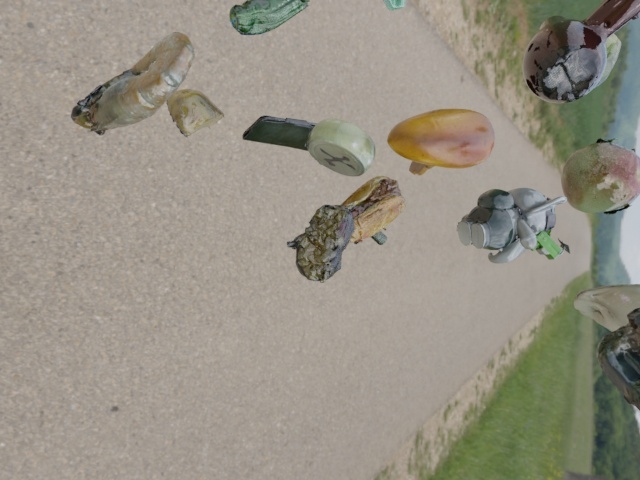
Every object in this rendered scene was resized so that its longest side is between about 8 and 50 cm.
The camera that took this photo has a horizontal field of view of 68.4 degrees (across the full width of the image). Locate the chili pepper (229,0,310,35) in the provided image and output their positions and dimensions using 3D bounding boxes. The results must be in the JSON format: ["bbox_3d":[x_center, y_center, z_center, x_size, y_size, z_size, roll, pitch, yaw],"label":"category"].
[{"bbox_3d":[-0.132,-0.612,1.243,0.224,0.061,0.098,-31,119,-14],"label":"chili pepper"}]

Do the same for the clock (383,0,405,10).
[{"bbox_3d":[0.236,-0.909,1.611,0.211,0.066,0.159,21,69,-60],"label":"clock"}]

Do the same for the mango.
[{"bbox_3d":[0.385,-0.329,1.511,0.199,0.351,0.201,173,-86,-76],"label":"mango"}]

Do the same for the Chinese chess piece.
[{"bbox_3d":[0.067,-0.304,1.560,0.238,0.238,0.092,43,68,-52],"label":"Chinese chess piece"}]

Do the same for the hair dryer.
[{"bbox_3d":[0.479,-0.389,0.750,0.123,0.340,0.312,37,45,-8],"label":"hair dryer"}]

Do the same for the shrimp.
[{"bbox_3d":[-0.462,-0.367,1.136,0.110,0.446,0.221,36,51,-45],"label":"shrimp"}]

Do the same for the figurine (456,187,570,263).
[{"bbox_3d":[0.314,-0.030,0.770,0.193,0.147,0.126,-19,100,-26],"label":"figurine"}]

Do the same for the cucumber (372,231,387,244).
[{"bbox_3d":[0.228,-0.048,2.116,0.187,0.058,0.058,42,56,-37],"label":"cucumber"}]

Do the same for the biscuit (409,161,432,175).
[{"bbox_3d":[0.433,-0.331,1.888,0.040,0.236,0.143,32,68,-11],"label":"biscuit"}]

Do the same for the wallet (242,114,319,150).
[{"bbox_3d":[-0.135,-0.426,1.857,0.318,0.172,0.045,-1,70,-37],"label":"wallet"}]

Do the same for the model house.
[{"bbox_3d":[0.765,0.214,0.947,0.298,0.244,0.284,-117,-164,-48],"label":"model house"}]

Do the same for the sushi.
[{"bbox_3d":[0.000,0.000,1.247,0.212,0.147,0.115,-63,164,-3],"label":"sushi"}]

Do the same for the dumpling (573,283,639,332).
[{"bbox_3d":[0.925,0.228,1.333,0.260,0.341,0.181,44,40,-47],"label":"dumpling"}]

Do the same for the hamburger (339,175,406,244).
[{"bbox_3d":[0.182,-0.120,1.686,0.282,0.155,0.245,-5,133,-51],"label":"hamburger"}]

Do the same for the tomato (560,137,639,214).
[{"bbox_3d":[1.135,-0.241,1.898,0.303,0.304,0.238,55,46,-46],"label":"tomato"}]

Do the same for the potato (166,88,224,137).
[{"bbox_3d":[-0.382,-0.412,1.452,0.138,0.098,0.243,53,15,-14],"label":"potato"}]

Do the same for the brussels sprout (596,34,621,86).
[{"bbox_3d":[0.803,-0.537,1.414,0.162,0.143,0.180,36,104,-31],"label":"brussels sprout"}]
